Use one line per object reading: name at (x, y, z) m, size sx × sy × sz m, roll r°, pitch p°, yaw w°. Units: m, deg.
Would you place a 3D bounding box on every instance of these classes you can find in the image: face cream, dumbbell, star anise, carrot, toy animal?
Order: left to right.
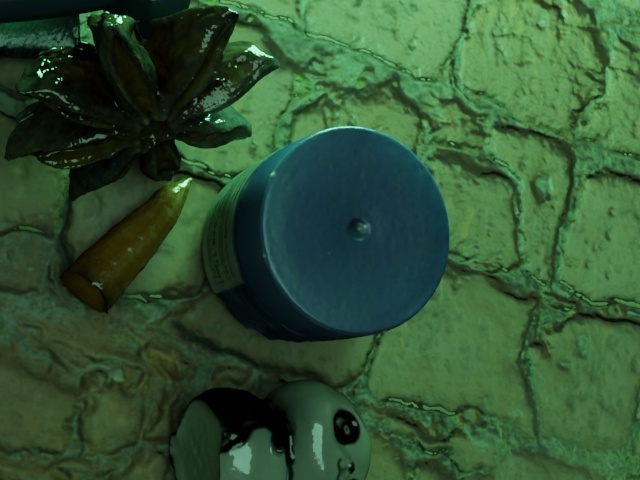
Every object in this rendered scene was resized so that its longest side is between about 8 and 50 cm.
dumbbell at (-0.311, -0.278, 1.298) m, size 0.324 × 0.160 × 0.144 m, roll -14°, pitch 64°, yaw -28°
carrot at (-0.224, -0.008, 1.416) m, size 0.072 × 0.072 × 0.205 m, roll 45°, pitch 66°, yaw -15°
star anise at (-0.206, -0.163, 1.327) m, size 0.331 × 0.332 × 0.118 m, roll -7°, pitch 60°, yaw -24°
toy animal at (-0.050, 0.263, 1.421) m, size 0.235 × 0.165 × 0.187 m, roll 1°, pitch 99°, yaw -24°
face cream at (0.000, 0.000, 1.427) m, size 0.249 × 0.225 × 0.249 m, roll 3°, pitch 83°, yaw -24°

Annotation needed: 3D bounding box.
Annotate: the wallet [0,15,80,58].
wallet at (-0.461, -0.302, 1.329) m, size 0.378 × 0.046 × 0.191 m, roll -3°, pitch 91°, yaw -26°
